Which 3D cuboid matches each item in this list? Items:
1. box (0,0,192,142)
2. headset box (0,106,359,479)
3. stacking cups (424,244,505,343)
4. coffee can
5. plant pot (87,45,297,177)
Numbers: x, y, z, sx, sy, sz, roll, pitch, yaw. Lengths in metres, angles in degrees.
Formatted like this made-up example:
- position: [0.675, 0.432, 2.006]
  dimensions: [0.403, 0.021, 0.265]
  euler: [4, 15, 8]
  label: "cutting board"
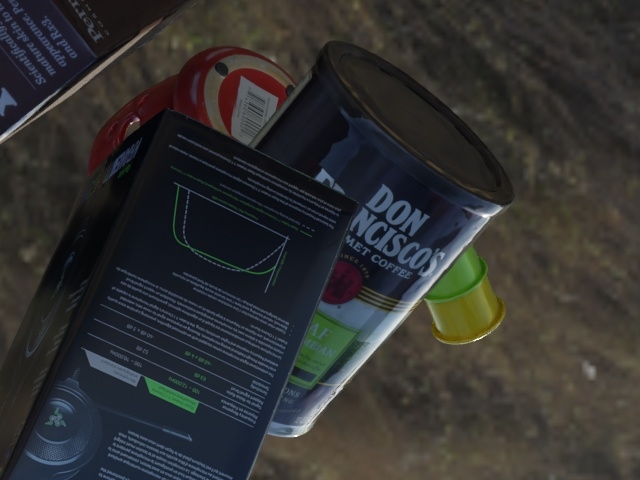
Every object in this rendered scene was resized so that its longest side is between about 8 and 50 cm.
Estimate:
- position: [-0.224, -0.224, 1.479]
  dimensions: [0.143, 0.191, 0.381]
  euler: [-35, -172, 22]
  label: "box"
- position: [-0.120, 0.094, 1.095]
  dimensions: [0.131, 0.283, 0.246]
  euler: [26, 164, -13]
  label: "headset box"
- position: [0.126, -0.025, 2.097]
  dimensions: [0.096, 0.096, 0.316]
  euler: [-9, 125, 23]
  label: "stacking cups"
- position: [0.000, 0.000, 1.521]
  dimensions: [0.201, 0.201, 0.275]
  euler: [22, 116, -41]
  label: "coffee can"
- position: [-0.102, -0.080, 1.752]
  dimensions: [0.191, 0.191, 0.174]
  euler: [18, 145, -35]
  label: "plant pot"
